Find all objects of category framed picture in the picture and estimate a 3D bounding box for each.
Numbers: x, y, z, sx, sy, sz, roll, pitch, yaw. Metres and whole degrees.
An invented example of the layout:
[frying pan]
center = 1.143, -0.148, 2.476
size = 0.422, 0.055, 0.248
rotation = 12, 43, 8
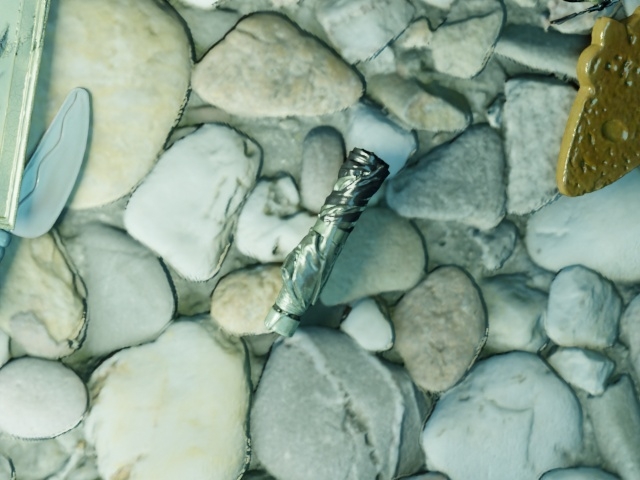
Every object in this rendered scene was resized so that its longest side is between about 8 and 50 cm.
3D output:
[framed picture]
center = -0.323, -0.132, 1.512
size = 0.173, 0.010, 0.231
rotation = 7, 93, -19

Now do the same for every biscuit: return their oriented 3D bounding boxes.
[biscuit]
center = 0.304, -0.144, 1.716
size = 0.162, 0.035, 0.250
rotation = 40, 84, -23

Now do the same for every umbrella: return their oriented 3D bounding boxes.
[umbrella]
center = 0.000, 0.000, 1.643
size = 0.050, 0.046, 0.188
rotation = 28, 97, -18

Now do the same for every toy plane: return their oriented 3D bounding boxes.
[toy plane]
center = 0.267, -0.241, 1.688
size = 0.120, 0.031, 0.049
rotation = -22, 113, -11

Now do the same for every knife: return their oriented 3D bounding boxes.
[knife]
center = -0.261, -0.022, 1.563
size = 0.058, 0.032, 0.244
rotation = 37, 84, -18
